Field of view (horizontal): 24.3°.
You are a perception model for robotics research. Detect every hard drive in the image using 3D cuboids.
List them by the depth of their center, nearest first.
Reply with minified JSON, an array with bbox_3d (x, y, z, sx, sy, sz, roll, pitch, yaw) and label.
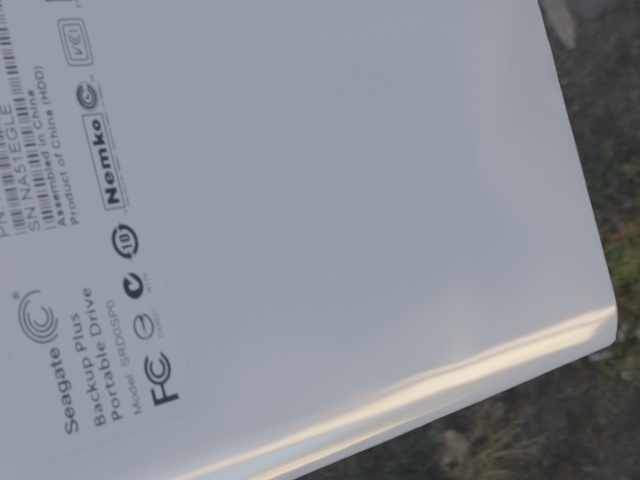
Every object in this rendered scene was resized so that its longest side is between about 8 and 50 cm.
[{"bbox_3d":[-0.035,-0.041,0.469,0.353,0.047,0.233,-14,89,-49],"label":"hard drive"}]
